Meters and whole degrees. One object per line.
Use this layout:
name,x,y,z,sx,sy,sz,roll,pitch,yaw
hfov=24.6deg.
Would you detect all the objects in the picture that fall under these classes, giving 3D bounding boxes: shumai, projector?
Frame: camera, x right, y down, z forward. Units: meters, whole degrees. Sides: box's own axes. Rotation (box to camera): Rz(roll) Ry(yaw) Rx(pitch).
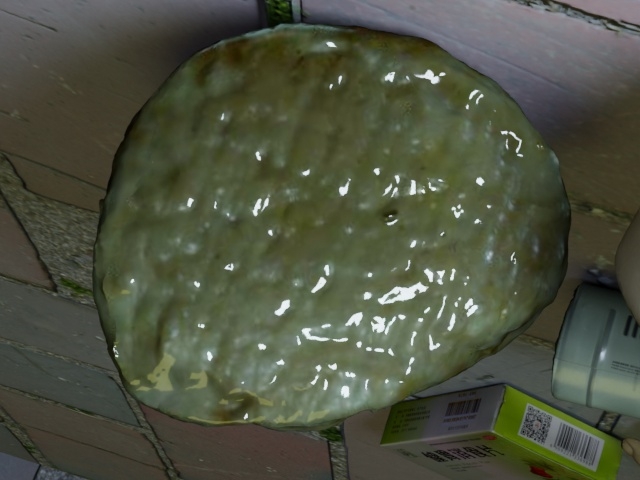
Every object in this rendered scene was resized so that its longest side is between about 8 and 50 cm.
shumai,0.000,0.000,1.070,0.329,0.292,0.288,-3,167,-3
projector,0.368,0.122,1.235,0.337,0.108,0.108,13,159,15

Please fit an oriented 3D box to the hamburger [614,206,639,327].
hamburger,0.306,0.036,0.825,0.302,0.302,0.170,29,115,-25

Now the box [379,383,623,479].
box,0.210,0.242,1.742,0.175,0.062,0.260,27,159,-20

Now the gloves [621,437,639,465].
gloves,0.400,0.249,1.529,0.180,0.106,0.129,9,160,15
